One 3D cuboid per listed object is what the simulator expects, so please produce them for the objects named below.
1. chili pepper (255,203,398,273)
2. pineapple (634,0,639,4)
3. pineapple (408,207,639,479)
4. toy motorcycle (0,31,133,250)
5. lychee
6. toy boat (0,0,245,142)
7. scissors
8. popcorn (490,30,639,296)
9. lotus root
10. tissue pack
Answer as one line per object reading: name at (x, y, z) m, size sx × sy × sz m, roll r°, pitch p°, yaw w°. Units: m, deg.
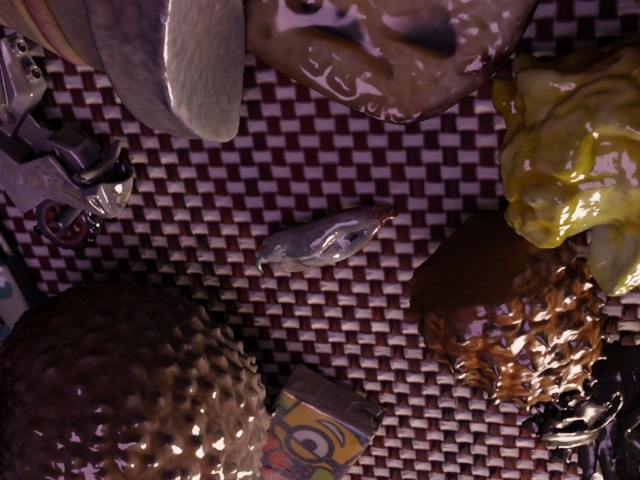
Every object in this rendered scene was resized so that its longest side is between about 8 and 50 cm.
chili pepper at (0.000, 0.001, 0.819) m, size 0.153 × 0.041 × 0.050 m, roll -15°, pitch 158°, yaw 24°
pineapple at (0.242, -0.183, 0.606) m, size 0.116 × 0.137 × 0.069 m, roll 9°, pitch 142°, yaw -43°
pineapple at (0.232, 0.128, 0.782) m, size 0.165 × 0.165 × 0.364 m, roll -30°, pitch 117°, yaw 30°
toy motorcycle at (-0.252, -0.089, 0.813) m, size 0.122 × 0.080 × 0.215 m, roll -15°, pitch 112°, yaw 24°
lychee at (-0.194, 0.190, 0.852) m, size 0.300 × 0.300 × 0.300 m, roll 7°, pitch 123°, yaw 12°
toy boat at (-0.179, -0.186, 0.638) m, size 0.293 × 0.111 × 0.276 m, roll 29°, pitch 162°, yaw -3°
scissors at (-0.333, 0.048, 0.944) m, size 0.138 × 0.041 × 0.289 m, roll -9°, pitch 122°, yaw 19°
popcorn at (0.207, -0.068, 0.633) m, size 0.187 × 0.185 × 0.167 m, roll 18°, pitch 123°, yaw -17°
lotus root at (0.062, -0.176, 0.671) m, size 0.261 × 0.074 × 0.170 m, roll -26°, pitch 113°, yaw 31°
tissue pack at (-0.013, 0.212, 0.943) m, size 0.109 × 0.060 × 0.148 m, roll 29°, pitch 126°, yaw -1°
